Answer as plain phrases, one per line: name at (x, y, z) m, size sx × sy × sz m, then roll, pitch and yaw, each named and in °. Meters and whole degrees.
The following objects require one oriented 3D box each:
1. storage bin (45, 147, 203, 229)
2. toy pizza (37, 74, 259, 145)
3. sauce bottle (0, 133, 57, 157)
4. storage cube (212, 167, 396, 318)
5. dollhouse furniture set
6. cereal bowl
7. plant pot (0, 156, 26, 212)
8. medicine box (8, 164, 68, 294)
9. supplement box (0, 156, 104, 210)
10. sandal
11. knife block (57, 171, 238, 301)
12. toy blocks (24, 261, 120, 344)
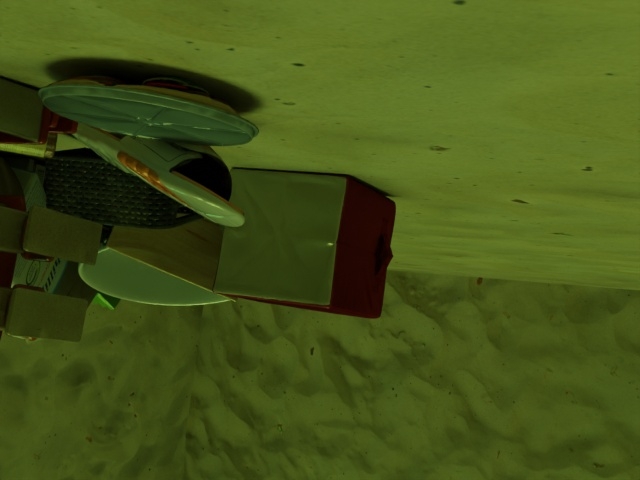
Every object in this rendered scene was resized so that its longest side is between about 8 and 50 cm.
storage bin at (-0.249, -0.070, 1.191) m, size 0.180 × 0.084 × 0.122 m, roll 5°, pitch -169°, yaw 19°
toy pizza at (-0.155, -0.123, 0.855) m, size 0.201 × 0.032 × 0.201 m, roll 8°, pitch 176°, yaw 1°
sauce bottle at (-0.382, -0.128, 1.114) m, size 0.128 × 0.042 × 0.042 m, roll 9°, pitch 176°, yaw -24°
storage cube at (-0.018, 0.006, 1.340) m, size 0.214 × 0.184 × 0.193 m, roll 6°, pitch 174°, yaw 25°
dollhouse furniture set at (-0.327, -0.024, 0.931) m, size 0.262 × 0.259 × 0.135 m, roll 5°, pitch 173°, yaw 31°
cereal bowl at (-0.258, 0.000, 1.666) m, size 0.338 × 0.141 × 0.339 m, roll -3°, pitch 158°, yaw -1°
plant pot at (-0.538, -0.062, 1.172) m, size 0.263 × 0.263 × 0.229 m, roll 7°, pitch 158°, yaw 9°
medicine box at (-0.563, -0.009, 1.459) m, size 0.263 × 0.149 × 0.289 m, roll 15°, pitch 154°, yaw 4°
supplement box at (-0.481, -0.089, 1.603) m, size 0.130 × 0.073 × 0.239 m, roll 7°, pitch 175°, yaw 21°
sandal at (-0.176, -0.100, 1.011) m, size 0.265 × 0.076 × 0.102 m, roll 29°, pitch 173°, yaw 32°
knife block at (-0.270, 0.002, 1.412) m, size 0.242 × 0.276 × 0.088 m, roll -22°, pitch 179°, yaw -5°
toy blocks at (-0.528, 0.066, 1.830) m, size 0.260 × 0.381 × 0.191 m, roll -18°, pitch 122°, yaw 36°
